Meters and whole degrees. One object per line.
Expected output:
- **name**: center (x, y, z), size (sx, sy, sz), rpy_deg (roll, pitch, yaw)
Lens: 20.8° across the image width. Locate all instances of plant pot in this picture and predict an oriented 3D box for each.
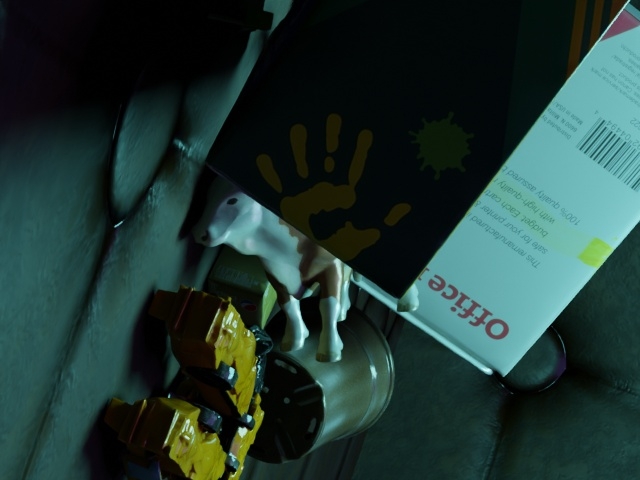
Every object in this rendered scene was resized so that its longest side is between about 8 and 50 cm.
- **plant pot**: center (-0.023, 0.158, 1.888), size (0.165, 0.167, 0.167), rpy_deg (-27, 135, -67)

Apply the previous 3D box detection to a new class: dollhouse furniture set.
- **dollhouse furniture set**: center (-0.064, -0.201, 1.331), size (0.151, 0.058, 0.076), rpy_deg (-153, -107, -80)

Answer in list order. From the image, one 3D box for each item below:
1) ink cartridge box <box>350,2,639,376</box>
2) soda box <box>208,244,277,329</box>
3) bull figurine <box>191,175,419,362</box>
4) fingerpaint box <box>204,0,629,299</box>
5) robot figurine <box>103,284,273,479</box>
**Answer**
- **ink cartridge box**: center (0.192, -0.096, 1.815), size (0.385, 0.279, 0.160), rpy_deg (-51, -166, 15)
- **soda box**: center (-0.049, -0.007, 1.684), size (0.061, 0.058, 0.181), rpy_deg (94, 17, -54)
- **bull figurine**: center (0.000, 0.000, 1.591), size (0.310, 0.101, 0.188), rpy_deg (-23, 110, -57)
- **fingerpaint box**: center (0.102, -0.204, 1.241), size (0.371, 0.163, 0.445), rpy_deg (-53, -174, 14)
- **robot figurine**: center (-0.111, 0.151, 1.551), size (0.291, 0.085, 0.211), rpy_deg (81, 29, -69)
